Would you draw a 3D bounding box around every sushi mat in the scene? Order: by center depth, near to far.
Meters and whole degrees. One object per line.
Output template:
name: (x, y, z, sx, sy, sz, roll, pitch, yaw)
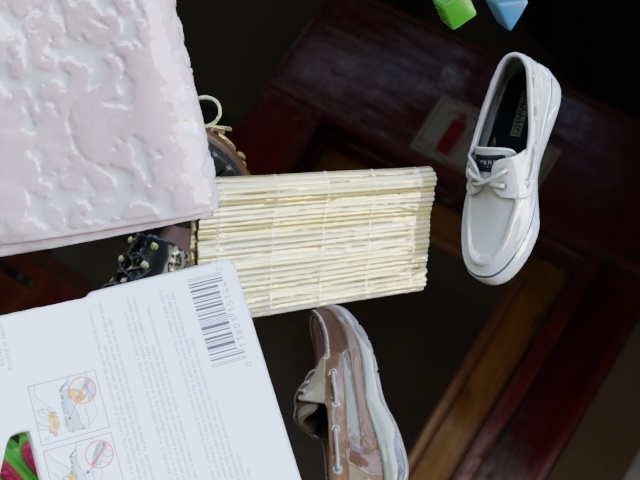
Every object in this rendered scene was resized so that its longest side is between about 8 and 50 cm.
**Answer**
sushi mat: (0.000, 0.000, 1.029, 0.316, 0.151, 0.019, -6, 16, -36)

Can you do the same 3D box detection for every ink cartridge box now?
ink cartridge box: (-0.160, 0.187, 0.812, 0.066, 0.261, 0.296, 127, -53, -65)

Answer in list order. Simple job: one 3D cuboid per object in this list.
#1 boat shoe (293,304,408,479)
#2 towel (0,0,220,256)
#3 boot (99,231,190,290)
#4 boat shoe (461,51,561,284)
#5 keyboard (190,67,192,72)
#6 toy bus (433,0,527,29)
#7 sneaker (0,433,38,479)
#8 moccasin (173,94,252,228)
boat shoe: (0.021, 0.214, 1.280, 0.324, 0.116, 0.123, -111, -164, -48)
towel: (-0.277, -0.154, 0.858, 0.053, 0.317, 0.332, -75, 153, -85)
boot: (-0.248, 0.067, 1.094, 0.085, 0.179, 0.236, 19, -7, 31)
boat shoe: (0.210, -0.085, 1.091, 0.096, 0.268, 0.088, 16, -4, 39)
keyboard: (-0.274, -0.242, 1.101, 0.256, 0.014, 0.072, 14, 9, -32)
toy bus: (0.131, -0.305, 0.821, 0.202, 0.191, 0.104, 37, 14, -33)
sneaker: (-0.228, 0.233, 1.059, 0.185, 0.202, 0.483, -4, -38, 29)
moccasin: (-0.163, -0.101, 1.279, 0.147, 0.139, 0.380, 60, 10, 16)
